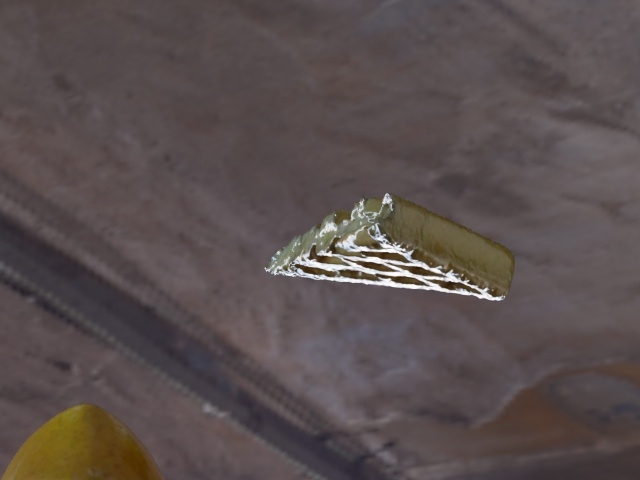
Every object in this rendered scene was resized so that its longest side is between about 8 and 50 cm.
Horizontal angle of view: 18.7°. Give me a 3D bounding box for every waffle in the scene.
[{"bbox_3d":[0.000,0.000,1.051,0.125,0.191,0.032,21,-103,-47],"label":"waffle"}]

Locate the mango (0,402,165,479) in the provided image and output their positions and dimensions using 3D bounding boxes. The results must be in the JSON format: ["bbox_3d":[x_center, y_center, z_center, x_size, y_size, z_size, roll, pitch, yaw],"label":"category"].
[{"bbox_3d":[-0.116,0.203,0.950,0.154,0.126,0.252,-77,-13,-79],"label":"mango"}]
